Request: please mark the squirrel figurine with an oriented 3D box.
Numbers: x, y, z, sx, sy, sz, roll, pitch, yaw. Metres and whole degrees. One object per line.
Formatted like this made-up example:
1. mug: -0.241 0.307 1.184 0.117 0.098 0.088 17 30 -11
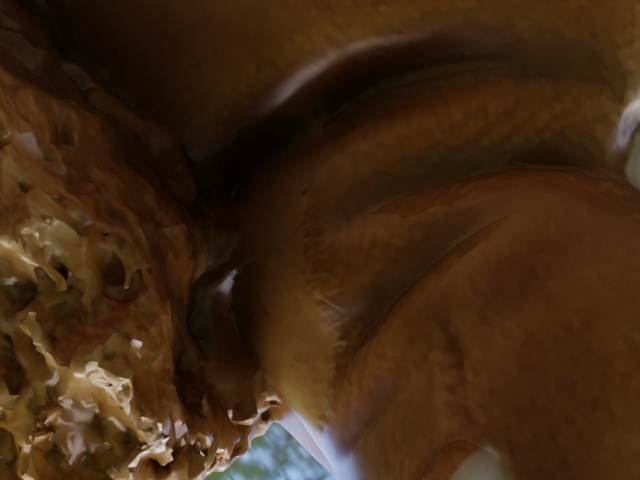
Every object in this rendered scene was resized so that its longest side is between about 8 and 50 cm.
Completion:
1. squirrel figurine: 0.000 0.000 0.580 0.397 0.281 0.370 -11 -122 -1
